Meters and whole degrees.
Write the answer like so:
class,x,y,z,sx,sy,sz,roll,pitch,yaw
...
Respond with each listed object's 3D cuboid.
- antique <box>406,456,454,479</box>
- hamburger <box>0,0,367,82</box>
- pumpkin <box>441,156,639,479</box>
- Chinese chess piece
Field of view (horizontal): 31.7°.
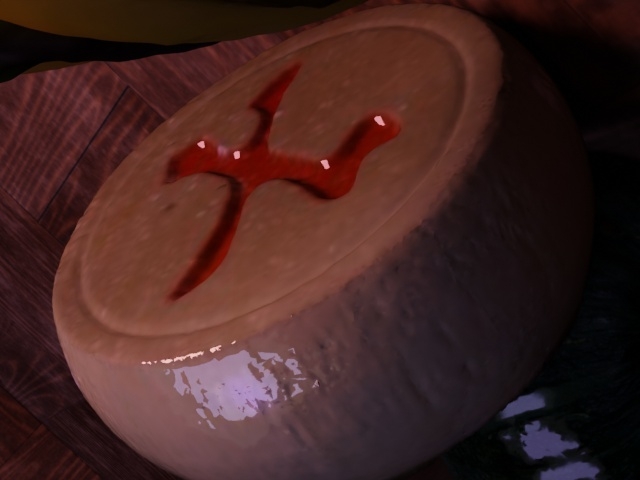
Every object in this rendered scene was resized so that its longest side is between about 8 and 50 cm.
class,x,y,z,sx,sy,sz,roll,pitch,yaw
antique,0.063,0.174,1.084,0.148,0.146,0.152,27,151,30
hamburger,-0.098,-0.256,0.426,0.277,0.396,0.395,6,137,52
pumpkin,0.174,0.113,0.794,0.293,0.197,0.263,53,154,-17
Chinese chess piece,0.000,0.000,0.692,0.338,0.338,0.140,6,140,49
